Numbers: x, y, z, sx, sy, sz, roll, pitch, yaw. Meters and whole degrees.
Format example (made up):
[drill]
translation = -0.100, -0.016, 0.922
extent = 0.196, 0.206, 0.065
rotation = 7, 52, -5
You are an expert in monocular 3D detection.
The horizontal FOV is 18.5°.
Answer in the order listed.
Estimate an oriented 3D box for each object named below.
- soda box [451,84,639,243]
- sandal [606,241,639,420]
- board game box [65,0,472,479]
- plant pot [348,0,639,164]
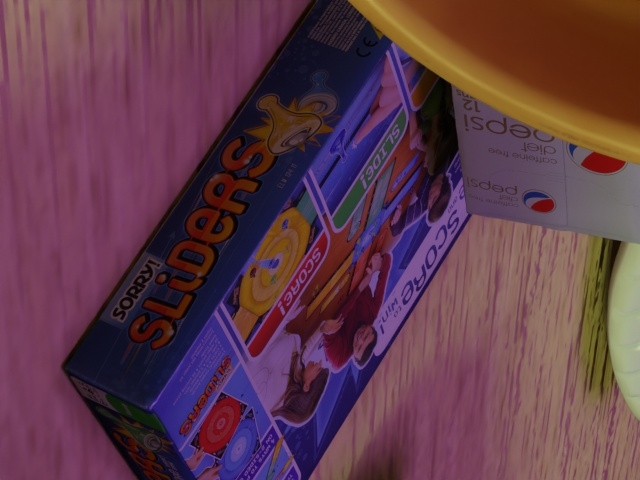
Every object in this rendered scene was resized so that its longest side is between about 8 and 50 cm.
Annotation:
[soda box]
translation = 0.111, -0.105, 0.716
extent = 0.074, 0.069, 0.216
rotation = 79, 28, -50
[sandal]
translation = 0.225, -0.060, 0.991
extent = 0.102, 0.169, 0.416
rotation = -100, -175, -45
[board game box]
translation = 0.000, 0.000, 0.676
extent = 0.201, 0.035, 0.136
rotation = -57, 154, -21
[plant pot]
translation = 0.129, -0.191, 0.519
extent = 0.203, 0.291, 0.291
rotation = -64, 161, -50
